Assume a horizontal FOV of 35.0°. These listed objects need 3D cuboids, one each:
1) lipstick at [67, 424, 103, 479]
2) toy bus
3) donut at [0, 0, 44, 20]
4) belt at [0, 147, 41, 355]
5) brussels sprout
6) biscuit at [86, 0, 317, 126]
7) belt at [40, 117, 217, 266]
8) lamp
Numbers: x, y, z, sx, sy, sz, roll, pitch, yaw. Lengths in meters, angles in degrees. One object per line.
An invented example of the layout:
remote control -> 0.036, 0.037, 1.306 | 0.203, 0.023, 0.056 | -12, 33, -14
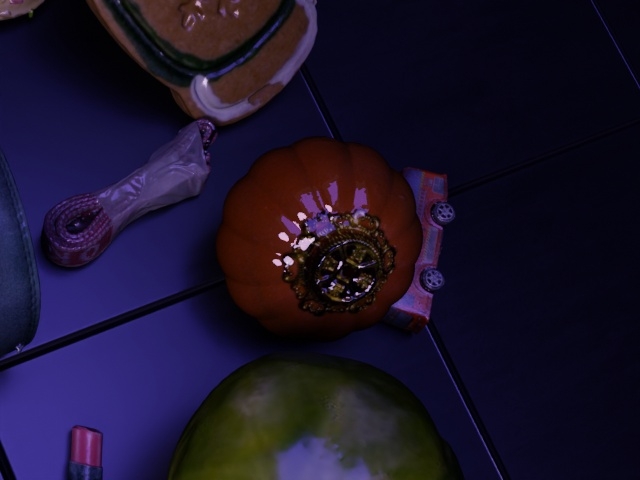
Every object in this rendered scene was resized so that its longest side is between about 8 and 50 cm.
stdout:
lipstick -> -0.225, 0.290, 0.957 | 0.053, 0.053, 0.234 | 7, 63, -20
toy bus -> 0.108, 0.009, 1.191 | 0.077, 0.065, 0.192 | 14, 65, -5
donut -> -0.372, -0.321, 1.111 | 0.174, 0.068, 0.175 | 8, 67, -21
belt -> -0.344, -0.015, 0.920 | 0.116, 0.206, 0.267 | -16, 87, -34
brussels sprout -> -0.002, 0.280, 0.917 | 0.281, 0.289, 0.355 | 4, 81, -7
biscuit -> -0.116, -0.308, 1.106 | 0.287, 0.057, 0.344 | -46, 126, -14
belt -> -0.197, -0.050, 1.090 | 0.232, 0.053, 0.071 | -39, 83, -29
lamp -> 0.000, 0.000, 1.070 | 0.223, 0.196, 0.223 | -5, 110, -16
